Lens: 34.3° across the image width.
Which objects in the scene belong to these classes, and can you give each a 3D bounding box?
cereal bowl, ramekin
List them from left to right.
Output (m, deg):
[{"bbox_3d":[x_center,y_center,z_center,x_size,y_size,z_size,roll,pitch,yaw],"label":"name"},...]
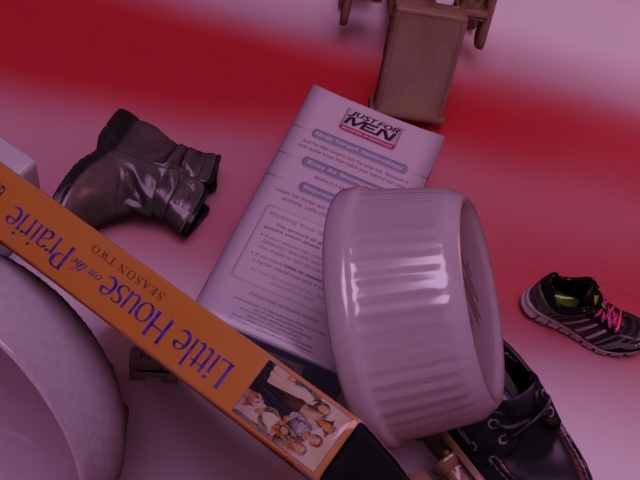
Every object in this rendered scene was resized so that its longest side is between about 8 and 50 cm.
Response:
[{"bbox_3d":[-0.319,0.134,0.988,0.339,0.339,0.141,31,42,10],"label":"cereal bowl"},{"bbox_3d":[0.102,0.069,1.040,0.127,0.273,0.272,-9,54,17],"label":"ramekin"}]

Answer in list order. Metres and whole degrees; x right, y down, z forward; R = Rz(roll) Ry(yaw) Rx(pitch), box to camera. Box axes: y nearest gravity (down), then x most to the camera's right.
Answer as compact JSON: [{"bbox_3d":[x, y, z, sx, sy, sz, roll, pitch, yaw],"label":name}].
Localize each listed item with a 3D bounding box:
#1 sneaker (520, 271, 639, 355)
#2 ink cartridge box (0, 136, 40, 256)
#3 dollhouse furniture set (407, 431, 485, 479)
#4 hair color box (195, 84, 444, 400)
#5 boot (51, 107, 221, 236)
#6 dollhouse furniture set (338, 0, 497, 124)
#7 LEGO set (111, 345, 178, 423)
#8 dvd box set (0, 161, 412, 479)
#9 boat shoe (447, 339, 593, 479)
[{"bbox_3d":[0.338,0.088,1.288,0.170,0.074,0.063,23,56,5],"label":"sneaker"},{"bbox_3d":[-0.501,-0.019,1.167,0.223,0.129,0.307,33,57,12],"label":"ink cartridge box"},{"bbox_3d":[0.083,0.265,1.098,0.151,0.144,0.123,-33,62,-12],"label":"dollhouse furniture set"},{"bbox_3d":[0.000,0.000,1.260,0.185,0.113,0.374,23,56,4],"label":"hair color box"},{"bbox_3d":[-0.227,-0.047,1.272,0.161,0.083,0.246,27,57,1],"label":"boot"},{"bbox_3d":[0.133,-0.299,1.498,0.212,0.161,0.242,8,34,-5],"label":"dollhouse furniture set"},{"bbox_3d":[-0.268,0.146,1.123,0.227,0.093,0.087,5,56,-8],"label":"LEGO set"},{"bbox_3d":[-0.115,0.104,0.957,0.420,0.307,0.062,33,79,22],"label":"dvd box set"},{"bbox_3d":[0.201,0.182,1.176,0.127,0.113,0.340,-23,64,-24],"label":"boat shoe"}]
